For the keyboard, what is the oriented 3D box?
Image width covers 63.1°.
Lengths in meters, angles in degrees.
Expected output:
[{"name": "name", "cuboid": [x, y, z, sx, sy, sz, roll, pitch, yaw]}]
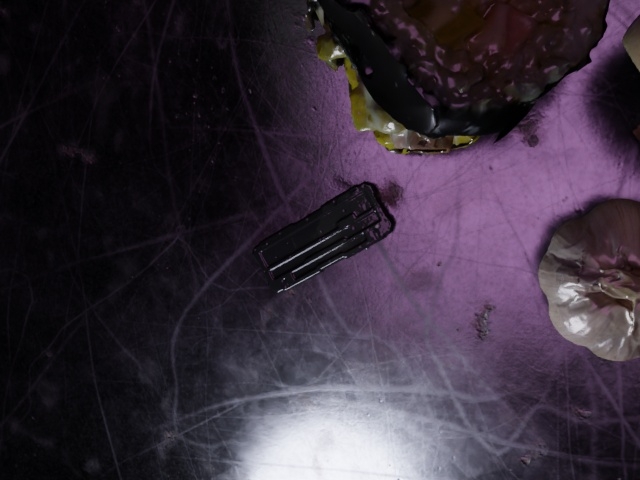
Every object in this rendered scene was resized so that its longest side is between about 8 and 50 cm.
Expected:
[{"name": "keyboard", "cuboid": [0.000, 0.000, 0.915, 0.262, 0.016, 0.106, -30, 86, 20]}]

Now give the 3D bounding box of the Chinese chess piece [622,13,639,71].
[{"name": "Chinese chess piece", "cuboid": [0.472, -0.175, 0.597, 0.112, 0.270, 0.270, -40, 83, 39]}]

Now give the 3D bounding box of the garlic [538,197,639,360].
[{"name": "garlic", "cuboid": [0.413, 0.055, 0.709, 0.227, 0.152, 0.228, 2, 97, 14]}]

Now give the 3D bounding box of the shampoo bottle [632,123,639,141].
[{"name": "shampoo bottle", "cuboid": [0.515, -0.069, 0.693, 0.068, 0.067, 0.237, -37, 78, 37]}]

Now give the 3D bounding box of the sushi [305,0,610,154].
[{"name": "sushi", "cuboid": [0.166, -0.289, 0.701, 0.328, 0.285, 0.328, -42, 88, -3]}]
